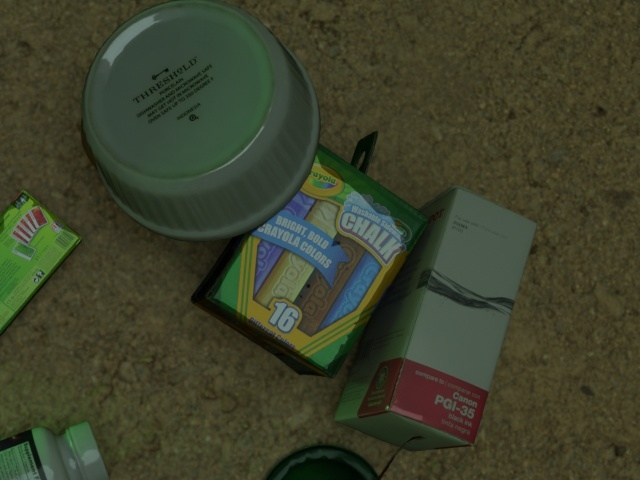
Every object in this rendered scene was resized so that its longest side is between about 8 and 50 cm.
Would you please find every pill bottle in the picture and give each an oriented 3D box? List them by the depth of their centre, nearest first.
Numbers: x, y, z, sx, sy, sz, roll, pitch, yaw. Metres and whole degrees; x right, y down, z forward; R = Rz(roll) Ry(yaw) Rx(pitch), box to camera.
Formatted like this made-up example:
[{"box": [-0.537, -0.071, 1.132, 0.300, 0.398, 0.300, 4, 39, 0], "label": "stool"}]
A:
[{"box": [-0.348, 0.280, 1.311, 0.194, 0.108, 0.108, -19, 89, -14], "label": "pill bottle"}]

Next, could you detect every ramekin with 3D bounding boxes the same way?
[{"box": [-0.140, -0.143, 1.260, 0.273, 0.127, 0.272, -2, 74, 8], "label": "ramekin"}]

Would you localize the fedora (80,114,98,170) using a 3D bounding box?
[{"box": [-0.198, -0.135, 1.400, 0.194, 0.079, 0.194, 1, 84, -12], "label": "fedora"}]

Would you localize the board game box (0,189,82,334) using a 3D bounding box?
[{"box": [-0.380, 0.038, 1.361, 0.092, 0.043, 0.181, 40, 77, -6], "label": "board game box"}]

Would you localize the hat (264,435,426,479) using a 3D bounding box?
[{"box": [0.019, 0.331, 1.346, 0.173, 0.183, 0.208, 0, 87, -11], "label": "hat"}]

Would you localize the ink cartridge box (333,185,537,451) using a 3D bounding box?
[{"box": [0.138, 0.101, 1.372, 0.117, 0.207, 0.283, 23, 73, -10], "label": "ink cartridge box"}]

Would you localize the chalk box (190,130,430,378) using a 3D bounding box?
[{"box": [0.000, 0.000, 1.381, 0.179, 0.180, 0.289, 35, 79, -7], "label": "chalk box"}]
